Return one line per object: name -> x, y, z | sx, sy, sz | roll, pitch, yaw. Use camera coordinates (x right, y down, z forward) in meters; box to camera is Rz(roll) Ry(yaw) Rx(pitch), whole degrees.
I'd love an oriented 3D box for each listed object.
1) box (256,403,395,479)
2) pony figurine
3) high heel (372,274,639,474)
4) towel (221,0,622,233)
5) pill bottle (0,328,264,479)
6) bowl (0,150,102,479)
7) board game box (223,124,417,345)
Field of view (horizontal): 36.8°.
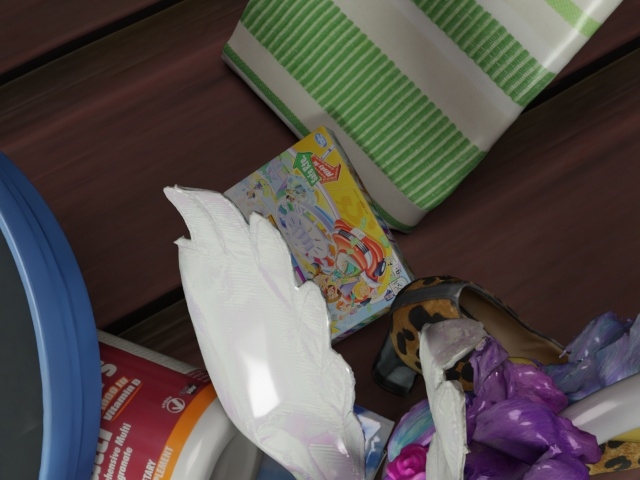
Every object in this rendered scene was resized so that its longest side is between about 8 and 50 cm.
box -> -0.028, 0.197, 0.713 | 0.109, 0.042, 0.178 | 24, 70, 5
pony figurine -> 0.067, 0.145, 0.519 | 0.363, 0.303, 0.351 | -11, 113, -22
high heel -> 0.169, 0.100, 0.686 | 0.261, 0.186, 0.093 | 15, 66, 2
towel -> 0.070, -0.181, 0.734 | 0.248, 0.325, 0.038 | 48, 40, 13
pill bottle -> -0.158, 0.125, 0.670 | 0.221, 0.121, 0.121 | 17, 69, 19
bowl -> -0.314, 0.092, 0.622 | 0.391, 0.077, 0.391 | 0, 91, 20
board game box -> 0.000, 0.000, 0.773 | 0.103, 0.026, 0.154 | -33, 73, 15
